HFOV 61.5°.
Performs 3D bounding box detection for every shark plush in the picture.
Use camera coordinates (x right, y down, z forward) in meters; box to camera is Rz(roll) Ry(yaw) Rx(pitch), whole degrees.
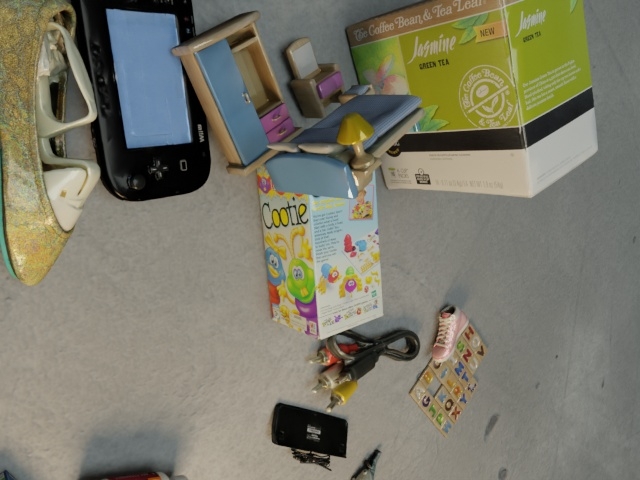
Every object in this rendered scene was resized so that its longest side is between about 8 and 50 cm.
[{"bbox_3d":[0.083,0.515,1.116,0.067,0.073,0.161,56,41,-50],"label":"shark plush"}]

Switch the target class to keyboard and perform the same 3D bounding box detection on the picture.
[{"bbox_3d":[-0.025,0.373,1.013,0.192,0.038,0.100,28,56,-36],"label":"keyboard"}]

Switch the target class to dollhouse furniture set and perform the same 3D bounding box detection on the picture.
[{"bbox_3d":[0.007,-0.224,0.740,0.286,0.303,0.198,-43,128,-32],"label":"dollhouse furniture set"}]

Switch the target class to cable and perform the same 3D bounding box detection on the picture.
[{"bbox_3d":[0.089,0.220,1.075,0.287,0.072,0.139,-18,90,-47],"label":"cable"}]

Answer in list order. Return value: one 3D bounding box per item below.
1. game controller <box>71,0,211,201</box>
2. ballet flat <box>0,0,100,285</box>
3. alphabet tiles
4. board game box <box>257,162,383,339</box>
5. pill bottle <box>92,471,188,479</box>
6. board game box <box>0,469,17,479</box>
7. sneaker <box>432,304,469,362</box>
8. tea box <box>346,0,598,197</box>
[{"bbox_3d":[-0.237,-0.217,0.732,0.166,0.067,0.319,-14,105,-36],"label":"game controller"},{"bbox_3d":[-0.323,-0.118,0.638,0.123,0.123,0.348,-8,99,-37],"label":"ballet flat"},{"bbox_3d":[0.318,0.321,1.278,0.237,0.009,0.198,-51,123,-20],"label":"alphabet tiles"},{"bbox_3d":[0.000,0.000,0.898,0.144,0.142,0.275,-13,105,-37],"label":"board game box"},{"bbox_3d":[-0.270,0.386,0.783,0.152,0.086,0.086,9,91,-39],"label":"pill bottle"},{"bbox_3d":[-0.410,0.423,0.712,0.136,0.035,0.201,-40,119,-26],"label":"board game box"},{"bbox_3d":[0.279,0.202,1.205,0.134,0.051,0.070,-51,122,-24],"label":"sneaker"},{"bbox_3d":[0.261,-0.268,0.943,0.220,0.329,0.323,-29,112,-31],"label":"tea box"}]
